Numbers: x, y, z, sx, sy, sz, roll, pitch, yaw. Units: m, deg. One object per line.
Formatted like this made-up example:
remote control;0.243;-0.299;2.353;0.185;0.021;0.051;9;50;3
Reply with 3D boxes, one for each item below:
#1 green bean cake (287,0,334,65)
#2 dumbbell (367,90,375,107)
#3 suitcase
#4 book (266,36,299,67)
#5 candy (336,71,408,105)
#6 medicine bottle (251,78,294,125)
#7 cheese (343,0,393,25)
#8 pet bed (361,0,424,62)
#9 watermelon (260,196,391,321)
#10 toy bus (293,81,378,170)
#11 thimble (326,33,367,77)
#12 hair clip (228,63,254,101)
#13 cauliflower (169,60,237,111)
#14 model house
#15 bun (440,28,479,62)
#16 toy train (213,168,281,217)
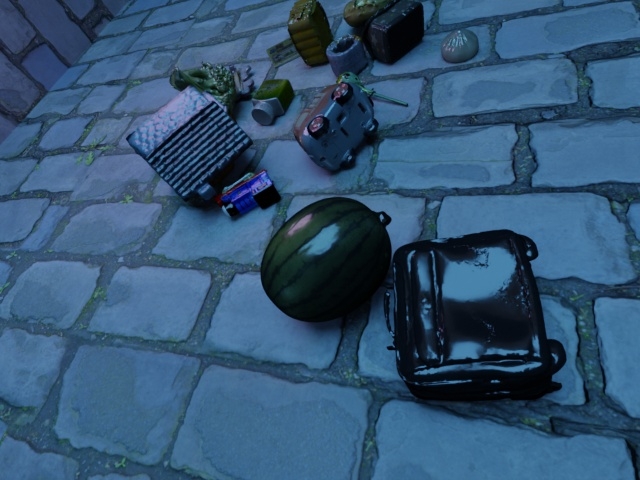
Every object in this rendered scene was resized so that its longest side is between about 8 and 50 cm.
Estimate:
green bean cake;-0.042;-0.898;1.749;0.131;0.229;0.223;-9;51;24
dumbbell;0.147;-0.482;1.468;0.147;0.069;0.069;-50;53;-5
suitcase;0.311;0.162;0.889;0.340;0.188;0.344;-10;54;21
book;-0.164;-0.899;1.934;0.168;0.013;0.192;-26;50;3
candy;0.189;-0.550;1.506;0.306;0.091;0.083;28;60;27
medicine bottle;-0.203;-0.565;1.660;0.132;0.088;0.188;8;59;26
cheese;0.214;-0.974;1.701;0.260;0.128;0.315;-18;19;23
pet bed;0.283;-0.832;1.603;0.211;0.183;0.159;-42;58;-7
watermelon;0.024;0.040;1.010;0.359;0.279;0.278;-41;51;4
toy bus;0.030;-0.391;1.363;0.232;0.194;0.287;33;86;45
thimble;0.106;-0.743;1.646;0.151;0.117;0.127;-36;51;-4
hair clip;-0.373;-0.724;1.859;0.146;0.075;0.256;-23;57;8
cauliflower;-0.504;-0.609;1.702;0.260;0.281;0.326;-34;56;47
model house;-0.403;-0.308;1.448;0.360;0.297;0.339;-43;60;-11
bun;0.508;-0.728;1.493;0.139;0.094;0.138;-10;56;16
toy train;-0.249;-0.153;1.386;0.204;0.082;0.131;-31;53;-1
